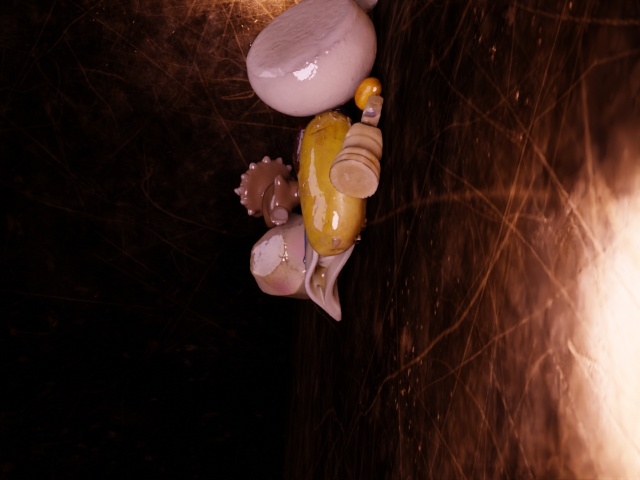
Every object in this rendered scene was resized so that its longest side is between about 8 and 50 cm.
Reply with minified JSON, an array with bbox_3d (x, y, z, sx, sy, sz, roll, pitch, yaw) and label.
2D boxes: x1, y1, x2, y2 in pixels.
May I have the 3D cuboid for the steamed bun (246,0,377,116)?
[{"bbox_3d":[-0.008,-0.372,1.587,0.177,0.282,0.283,55,-155,-39],"label":"steamed bun"}]

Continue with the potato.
[{"bbox_3d":[0.026,-0.116,1.501,0.173,0.140,0.301,111,157,-69],"label":"potato"}]

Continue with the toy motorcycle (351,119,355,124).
[{"bbox_3d":[0.020,-0.207,1.843,0.084,0.118,0.213,-73,-8,-59],"label":"toy motorcycle"}]

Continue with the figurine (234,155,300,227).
[{"bbox_3d":[-0.135,-0.138,2.031,0.177,0.173,0.247,-41,8,-3],"label":"figurine"}]

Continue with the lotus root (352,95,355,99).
[{"bbox_3d":[0.071,-0.402,1.732,0.143,0.070,0.144,124,151,-83],"label":"lotus root"}]

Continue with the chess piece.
[{"bbox_3d":[0.078,-0.175,1.359,0.090,0.090,0.200,100,-175,-48],"label":"chess piece"}]

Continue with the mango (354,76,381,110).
[{"bbox_3d":[0.095,-0.282,1.446,0.089,0.046,0.060,164,110,-72],"label":"mango"}]

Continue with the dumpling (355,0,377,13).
[{"bbox_3d":[0.075,-0.592,1.615,0.172,0.142,0.247,40,146,47],"label":"dumpling"}]

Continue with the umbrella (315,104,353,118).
[{"bbox_3d":[0.033,-0.328,2.006,0.326,0.094,0.090,-104,2,-79],"label":"umbrella"}]

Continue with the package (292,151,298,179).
[{"bbox_3d":[-0.021,-0.204,2.283,0.288,0.108,0.224,-66,-38,-84],"label":"package"}]

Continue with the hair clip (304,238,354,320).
[{"bbox_3d":[0.011,0.038,1.683,0.282,0.113,0.173,100,174,-55],"label":"hair clip"}]

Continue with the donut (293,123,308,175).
[{"bbox_3d":[-0.013,-0.224,2.098,0.144,0.126,0.187,20,97,51],"label":"donut"}]

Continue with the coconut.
[{"bbox_3d":[-0.071,0.052,2.163,0.259,0.259,0.260,-175,90,-86],"label":"coconut"}]

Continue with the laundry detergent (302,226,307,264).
[{"bbox_3d":[0.000,0.001,1.991,0.061,0.096,0.207,-128,43,-70],"label":"laundry detergent"}]
